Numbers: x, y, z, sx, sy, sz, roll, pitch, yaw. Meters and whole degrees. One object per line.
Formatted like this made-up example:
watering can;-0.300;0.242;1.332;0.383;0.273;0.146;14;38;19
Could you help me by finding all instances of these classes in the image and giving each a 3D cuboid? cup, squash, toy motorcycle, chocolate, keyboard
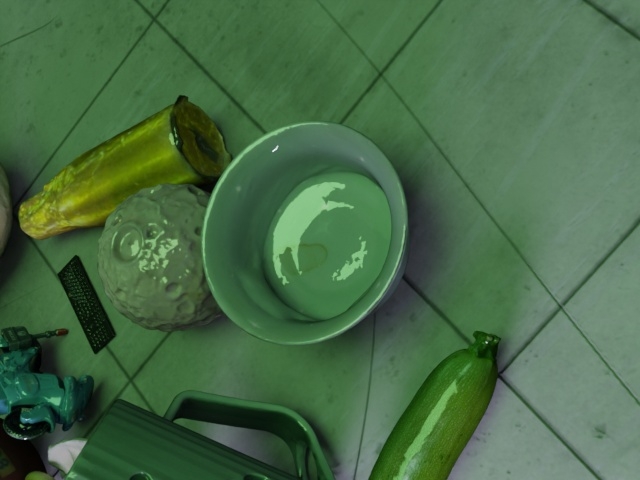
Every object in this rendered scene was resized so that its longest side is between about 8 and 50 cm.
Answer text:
cup;-0.177;0.417;1.490;0.392;0.401;0.310;30;107;-2
squash;0.150;0.305;1.481;0.107;0.107;0.395;31;97;33
cup;0.000;0.000;1.599;0.347;0.163;0.347;-6;77;24
toy motorcycle;-0.521;0.260;1.870;0.272;0.182;0.123;45;133;42
chocolate;-0.385;-0.113;1.871;0.446;0.162;0.162;-21;69;27
keyboard;-0.449;0.120;1.944;0.064;0.010;0.198;-43;61;18

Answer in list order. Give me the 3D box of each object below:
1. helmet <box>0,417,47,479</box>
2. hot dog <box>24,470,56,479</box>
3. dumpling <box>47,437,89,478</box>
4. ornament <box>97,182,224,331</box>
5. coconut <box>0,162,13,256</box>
helmet;-0.607;0.452;1.829;0.385;0.230;0.337;38;130;16
hot dog;-0.434;0.500;1.731;0.084;0.073;0.242;-8;119;43
dumpling;-0.340;0.412;1.694;0.293;0.204;0.163;1;79;29
ornament;-0.252;0.028;1.718;0.260;0.225;0.259;-8;75;31
coconut;-0.811;-0.055;1.970;0.345;0.415;0.415;32;96;34
